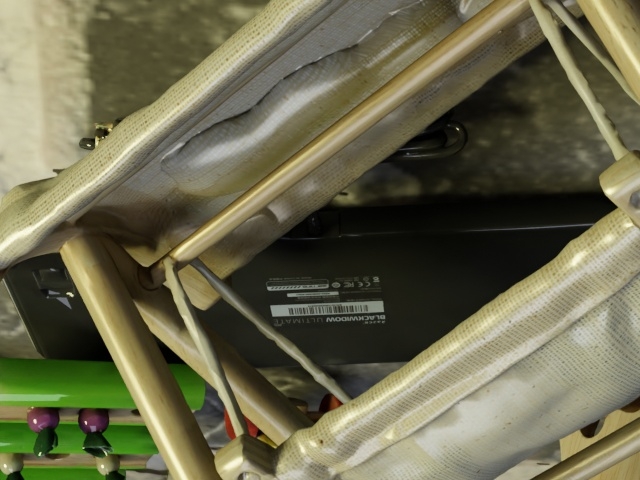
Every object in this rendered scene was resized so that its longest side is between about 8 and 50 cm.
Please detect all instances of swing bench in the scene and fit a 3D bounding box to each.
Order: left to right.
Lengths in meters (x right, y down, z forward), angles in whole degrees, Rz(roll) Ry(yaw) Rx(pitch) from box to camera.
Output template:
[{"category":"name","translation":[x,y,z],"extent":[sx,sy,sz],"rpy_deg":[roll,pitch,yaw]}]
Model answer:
[{"category":"swing bench","translation":[0.046,0.016,0.565],"extent":[0.253,0.165,0.255],"rpy_deg":[-35,94,24]}]

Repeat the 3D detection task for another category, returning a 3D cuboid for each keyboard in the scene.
[{"category":"keyboard","translation":[0.000,0.000,0.710],"extent":[0.317,0.033,0.201],"rpy_deg":[-3,144,4]}]

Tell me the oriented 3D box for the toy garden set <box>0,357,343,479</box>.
[{"category":"toy garden set","translation":[-0.111,0.140,0.848],"extent":[0.203,0.049,0.244],"rpy_deg":[4,151,-24]}]

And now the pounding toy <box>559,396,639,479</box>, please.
[{"category":"pounding toy","translation":[0.154,0.123,0.751],"extent":[0.155,0.269,0.154],"rpy_deg":[32,173,-34]}]
